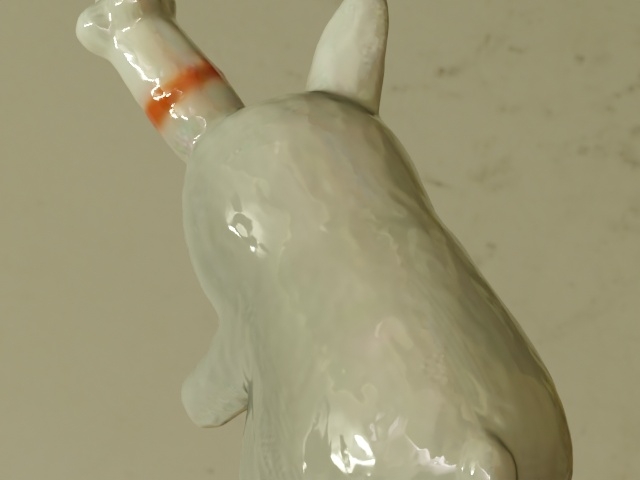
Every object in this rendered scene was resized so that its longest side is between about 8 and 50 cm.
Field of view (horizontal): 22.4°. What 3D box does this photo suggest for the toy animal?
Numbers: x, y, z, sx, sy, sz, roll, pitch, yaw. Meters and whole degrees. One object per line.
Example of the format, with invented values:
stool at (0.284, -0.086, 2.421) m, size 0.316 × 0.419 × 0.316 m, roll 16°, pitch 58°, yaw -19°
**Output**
toy animal at (0.003, 0.013, 0.668) m, size 0.138 × 0.140 × 0.282 m, roll 92°, pitch 156°, yaw -56°
